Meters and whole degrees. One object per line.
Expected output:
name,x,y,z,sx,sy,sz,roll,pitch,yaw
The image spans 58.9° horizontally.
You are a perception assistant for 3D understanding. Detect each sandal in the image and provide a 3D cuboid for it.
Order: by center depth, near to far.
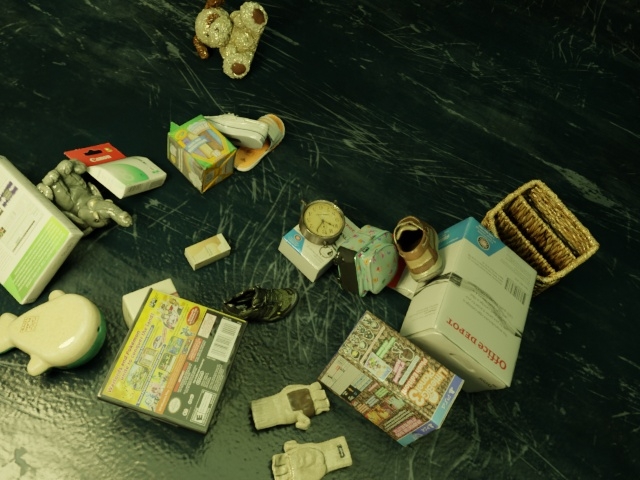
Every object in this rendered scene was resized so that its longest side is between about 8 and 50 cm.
sandal,-0.193,-0.330,1.838,0.101,0.076,0.265,29,57,3

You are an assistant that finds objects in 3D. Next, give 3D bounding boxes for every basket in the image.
basket,0.660,-0.002,1.784,0.213,0.223,0.299,-24,70,-26

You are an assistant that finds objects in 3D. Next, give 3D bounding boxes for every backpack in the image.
backpack,0.144,0.052,1.642,0.144,0.166,0.188,11,40,33

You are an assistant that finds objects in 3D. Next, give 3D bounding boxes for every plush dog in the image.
plush dog,-0.325,-0.730,1.983,0.225,0.263,0.211,20,23,-14

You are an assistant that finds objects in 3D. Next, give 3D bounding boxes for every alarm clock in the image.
alarm clock,0.005,-0.032,1.617,0.129,0.064,0.192,1,57,-14

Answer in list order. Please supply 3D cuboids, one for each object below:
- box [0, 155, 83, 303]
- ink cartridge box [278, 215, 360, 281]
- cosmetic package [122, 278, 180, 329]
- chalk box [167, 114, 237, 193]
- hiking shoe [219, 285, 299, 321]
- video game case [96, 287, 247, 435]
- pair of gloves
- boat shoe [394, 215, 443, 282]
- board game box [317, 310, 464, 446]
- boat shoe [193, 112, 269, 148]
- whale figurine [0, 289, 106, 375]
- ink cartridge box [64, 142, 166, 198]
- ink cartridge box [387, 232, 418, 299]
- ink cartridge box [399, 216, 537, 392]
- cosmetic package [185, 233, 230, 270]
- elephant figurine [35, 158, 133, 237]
box,-0.781,-0.031,1.438,0.322,0.058,0.232,42,99,12
ink cartridge box,0.000,0.000,1.687,0.148,0.086,0.203,42,59,12
cosmetic package,-0.368,0.266,1.394,0.129,0.153,0.296,-22,69,-26
chalk box,-0.377,-0.279,1.727,0.213,0.132,0.132,45,60,12
hiking shoe,-0.156,0.168,1.528,0.226,0.114,0.086,-14,65,-22
video game case,-0.327,0.269,1.293,0.248,0.035,0.275,20,58,-3
pair of gloves,-0.051,0.480,1.414,0.204,0.042,0.240,-15,67,-26
boat shoe,0.273,-0.006,1.644,0.116,0.123,0.324,53,11,-22
board game box,0.168,0.354,1.433,0.291,0.232,0.141,36,57,7
boat shoe,-0.281,-0.357,1.794,0.257,0.095,0.084,17,69,13
whale figurine,-0.649,0.229,1.372,0.271,0.141,0.217,-6,58,10
ink cartridge box,-0.588,-0.221,1.639,0.224,0.056,0.181,39,29,8
ink cartridge box,0.286,0.084,1.733,0.232,0.066,0.189,31,57,-1
ink cartridge box,0.421,0.182,1.600,0.285,0.166,0.395,38,55,-14
cosmetic package,-0.320,0.032,1.609,0.115,0.041,0.060,-27,70,-27
elephant figurine,-0.641,-0.089,1.540,0.169,0.186,0.239,-45,106,2
